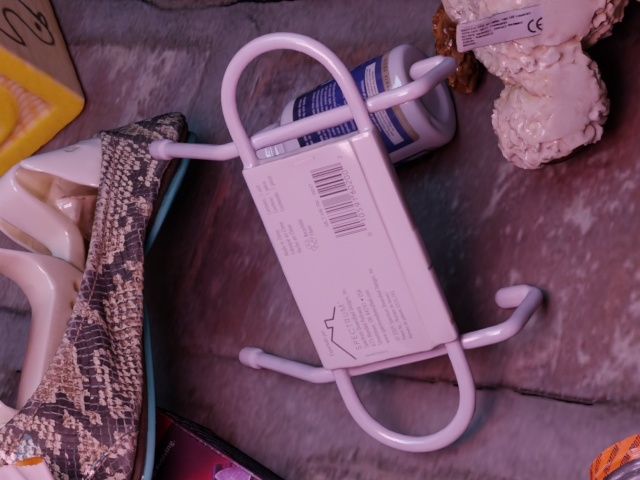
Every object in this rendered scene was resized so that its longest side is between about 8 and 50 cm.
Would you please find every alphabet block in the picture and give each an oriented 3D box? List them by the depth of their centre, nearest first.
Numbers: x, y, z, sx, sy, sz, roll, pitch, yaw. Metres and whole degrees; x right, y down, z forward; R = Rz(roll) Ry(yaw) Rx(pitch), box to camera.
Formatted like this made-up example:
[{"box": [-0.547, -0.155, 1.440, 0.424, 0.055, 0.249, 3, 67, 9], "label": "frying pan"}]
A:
[{"box": [-0.396, -0.188, 1.750, 0.193, 0.192, 0.197, -40, 50, 18], "label": "alphabet block"}]

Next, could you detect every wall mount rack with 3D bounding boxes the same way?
[{"box": [0.000, 0.000, 1.314, 0.304, 0.350, 0.130, -15, 14, 28], "label": "wall mount rack"}]

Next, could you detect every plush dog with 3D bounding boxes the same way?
[{"box": [0.170, -0.218, 1.339, 0.262, 0.210, 0.225, -51, 22, 4], "label": "plush dog"}]

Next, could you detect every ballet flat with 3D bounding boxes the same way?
[{"box": [-0.215, 0.032, 1.412, 0.164, 0.182, 0.483, -53, 23, 40], "label": "ballet flat"}]

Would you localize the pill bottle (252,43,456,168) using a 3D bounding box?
[{"box": [0.025, -0.096, 1.433, 0.169, 0.094, 0.094, -24, 55, 27], "label": "pill bottle"}]

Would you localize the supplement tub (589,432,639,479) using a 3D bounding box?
[{"box": [0.244, 0.226, 1.078, 0.117, 0.117, 0.190, -28, 54, 24], "label": "supplement tub"}]

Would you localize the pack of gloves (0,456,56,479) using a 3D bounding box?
[{"box": [-0.213, 0.258, 1.267, 0.195, 0.232, 0.046, -10, 24, 40], "label": "pack of gloves"}]

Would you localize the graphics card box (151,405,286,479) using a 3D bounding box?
[{"box": [-0.059, 0.307, 1.293, 0.371, 0.094, 0.233, 27, 86, 42], "label": "graphics card box"}]
